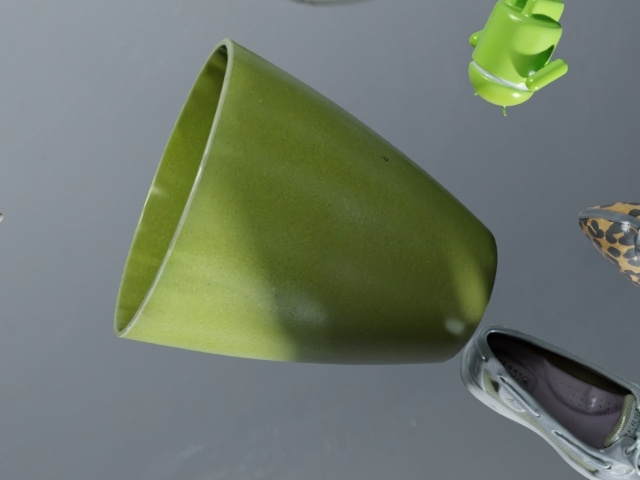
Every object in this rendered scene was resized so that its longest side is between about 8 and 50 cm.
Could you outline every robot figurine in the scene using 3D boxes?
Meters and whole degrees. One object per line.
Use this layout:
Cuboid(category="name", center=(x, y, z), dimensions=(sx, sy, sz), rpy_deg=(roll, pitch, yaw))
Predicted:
Cuboid(category="robot figurine", center=(0.178, -0.176, 1.005), dimensions=(0.067, 0.101, 0.115), rpy_deg=(0, 123, -38))

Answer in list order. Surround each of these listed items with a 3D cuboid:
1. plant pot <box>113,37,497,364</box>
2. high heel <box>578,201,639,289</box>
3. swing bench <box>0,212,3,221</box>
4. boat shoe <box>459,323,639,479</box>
Cuboid(category="plant pot", center=(0.000, 0.000, 0.988), dimensions=(0.293, 0.275, 0.275), rpy_deg=(20, 111, -16))
Cuboid(category="high heel", center=(0.374, 0.044, 1.194), dimensions=(0.093, 0.186, 0.261), rpy_deg=(-57, 155, -15))
Cuboid(category="swing bench", center=(-0.668, -0.009, 1.640), dimensions=(0.254, 0.165, 0.253), rpy_deg=(41, 62, -15))
Cuboid(category="boat shoe", center=(0.317, 0.200, 1.292), dimensions=(0.118, 0.320, 0.103), rpy_deg=(-56, 172, -19))
